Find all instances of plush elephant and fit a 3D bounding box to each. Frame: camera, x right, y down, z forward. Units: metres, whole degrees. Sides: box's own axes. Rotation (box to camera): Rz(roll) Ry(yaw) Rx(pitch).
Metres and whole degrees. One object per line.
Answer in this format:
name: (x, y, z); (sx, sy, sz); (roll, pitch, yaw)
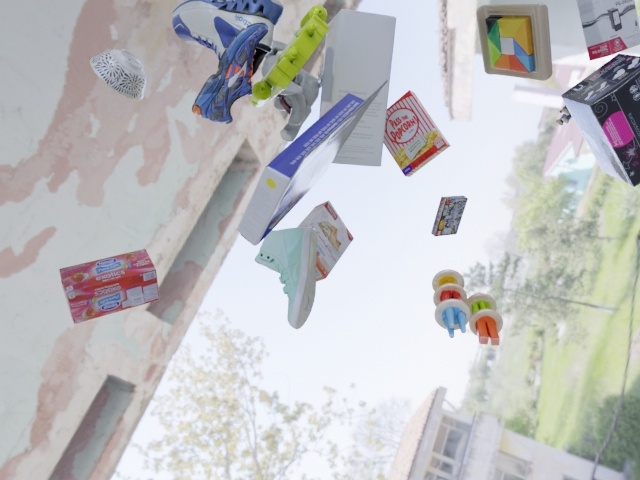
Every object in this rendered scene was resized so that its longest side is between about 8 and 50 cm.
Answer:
plush elephant: (-0.140, -0.582, 1.911); (0.255, 0.330, 0.272); (19, -132, -36)

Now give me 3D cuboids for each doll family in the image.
doll family: (0.721, -0.379, 1.379); (0.076, 0.193, 0.111); (41, -107, -26)

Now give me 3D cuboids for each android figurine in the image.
android figurine: (-0.066, -0.397, 1.106); (0.248, 0.056, 0.273); (-55, 16, -3)

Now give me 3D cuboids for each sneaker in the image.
sneaker: (-0.163, -0.326, 1.002); (0.221, 0.087, 0.083); (-56, 19, 8)
sneaker: (-0.093, 0.093, 1.290); (0.094, 0.151, 0.256); (35, -122, -69)
sneaker: (-0.246, -0.510, 1.301); (0.127, 0.315, 0.182); (4, -88, -64)

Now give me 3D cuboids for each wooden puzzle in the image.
wooden puzzle: (0.573, -0.591, 1.527); (0.044, 0.238, 0.221); (-34, -56, -19)

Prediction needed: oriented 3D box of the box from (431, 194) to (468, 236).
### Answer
box: (0.424, -0.081, 1.677); (0.094, 0.027, 0.137); (-6, -58, -25)

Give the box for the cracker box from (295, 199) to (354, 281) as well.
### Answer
cracker box: (0.000, 0.000, 1.564); (0.156, 0.067, 0.232); (55, -141, -15)

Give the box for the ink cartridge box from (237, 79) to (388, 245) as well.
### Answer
ink cartridge box: (-0.024, -0.167, 1.018); (0.303, 0.072, 0.307); (-49, -4, -38)

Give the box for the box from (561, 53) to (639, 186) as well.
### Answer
box: (0.713, -0.282, 1.189); (0.247, 0.163, 0.142); (48, -167, -22)

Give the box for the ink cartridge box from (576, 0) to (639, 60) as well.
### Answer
ink cartridge box: (0.672, -0.512, 1.185); (0.109, 0.063, 0.150); (-23, -77, -17)

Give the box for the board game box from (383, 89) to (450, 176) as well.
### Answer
board game box: (0.253, -0.301, 1.444); (0.147, 0.193, 0.045); (-38, -16, 28)

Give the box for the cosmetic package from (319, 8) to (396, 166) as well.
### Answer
cosmetic package: (0.089, -0.401, 1.391); (0.217, 0.156, 0.385); (-136, 48, -76)

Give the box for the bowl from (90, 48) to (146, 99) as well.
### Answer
bowl: (-0.563, -0.494, 1.468); (0.080, 0.170, 0.170); (-42, -9, 21)

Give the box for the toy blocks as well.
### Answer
toy blocks: (0.226, 0.118, 0.775); (0.054, 0.123, 0.148); (-52, 7, 24)

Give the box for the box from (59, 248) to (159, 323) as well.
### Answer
box: (-0.634, 0.134, 1.543); (0.257, 0.122, 0.128); (-16, -50, -27)
